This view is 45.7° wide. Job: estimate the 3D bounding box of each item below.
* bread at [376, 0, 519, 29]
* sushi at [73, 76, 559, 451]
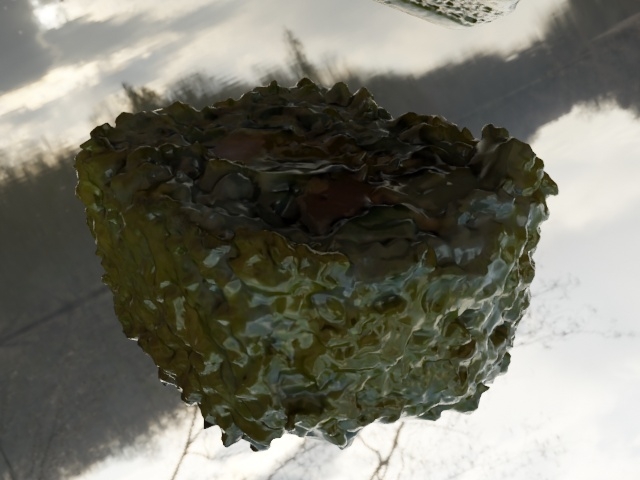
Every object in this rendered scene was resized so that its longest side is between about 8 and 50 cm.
[{"bbox_3d":[0.019,-0.301,0.672,0.384,0.112,0.166,15,176,-17],"label":"bread"},{"bbox_3d":[0.000,0.000,0.712,0.352,0.239,0.397,-23,-143,-33],"label":"sushi"}]
